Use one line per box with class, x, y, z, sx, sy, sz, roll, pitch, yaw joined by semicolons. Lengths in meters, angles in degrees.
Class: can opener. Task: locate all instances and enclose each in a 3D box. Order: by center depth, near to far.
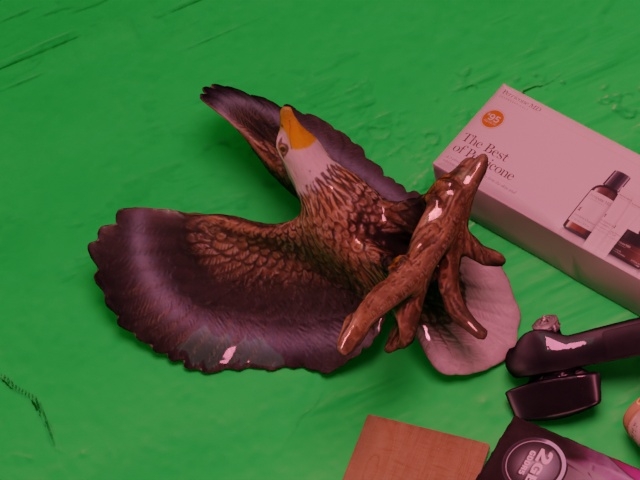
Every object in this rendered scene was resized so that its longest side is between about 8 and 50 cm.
can opener;0.219;0.076;1.368;0.186;0.059;0.073;-19;95;21

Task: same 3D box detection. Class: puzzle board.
puzzle board;0.059;0.193;1.364;0.096;0.011;0.128;13;60;18

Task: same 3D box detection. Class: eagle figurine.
eagle figurine;-0.002;-0.011;1.440;0.226;0.225;0.298;-5;5;-41

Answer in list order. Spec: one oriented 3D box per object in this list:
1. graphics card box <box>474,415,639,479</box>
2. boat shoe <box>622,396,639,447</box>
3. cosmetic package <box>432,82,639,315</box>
graphics card box;0.236;0.289;1.211;0.371;0.094;0.233;22;63;25
boat shoe;0.291;0.098;1.352;0.170;0.063;0.059;-28;30;-15
cosmetic package;0.211;-0.026;1.454;0.239;0.060;0.099;31;66;28
